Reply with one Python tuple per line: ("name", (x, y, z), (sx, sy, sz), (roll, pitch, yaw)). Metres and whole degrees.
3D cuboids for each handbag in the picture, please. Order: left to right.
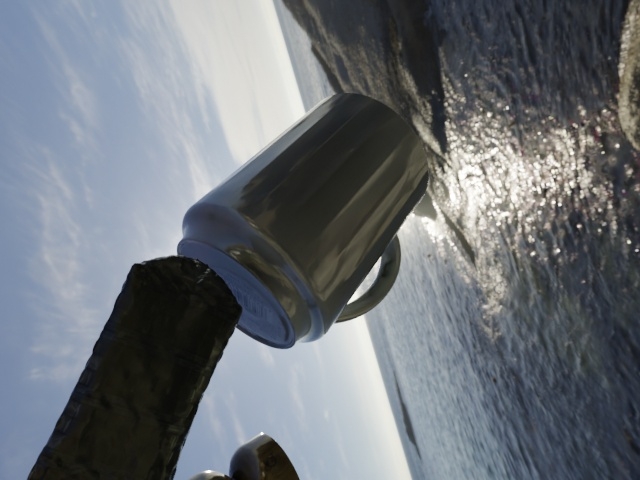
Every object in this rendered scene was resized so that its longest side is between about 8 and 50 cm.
("handbag", (-0.148, 0.131, 0.358), (0.175, 0.089, 0.270), (-38, 32, 65))

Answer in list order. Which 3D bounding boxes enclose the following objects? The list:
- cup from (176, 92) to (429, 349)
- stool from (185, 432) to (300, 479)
("cup", (0.000, 0.000, 0.640), (0.327, 0.237, 0.322), (-50, -57, -32))
("stool", (-0.185, 0.519, 0.815), (0.179, 0.264, 0.179), (24, 123, 44))
